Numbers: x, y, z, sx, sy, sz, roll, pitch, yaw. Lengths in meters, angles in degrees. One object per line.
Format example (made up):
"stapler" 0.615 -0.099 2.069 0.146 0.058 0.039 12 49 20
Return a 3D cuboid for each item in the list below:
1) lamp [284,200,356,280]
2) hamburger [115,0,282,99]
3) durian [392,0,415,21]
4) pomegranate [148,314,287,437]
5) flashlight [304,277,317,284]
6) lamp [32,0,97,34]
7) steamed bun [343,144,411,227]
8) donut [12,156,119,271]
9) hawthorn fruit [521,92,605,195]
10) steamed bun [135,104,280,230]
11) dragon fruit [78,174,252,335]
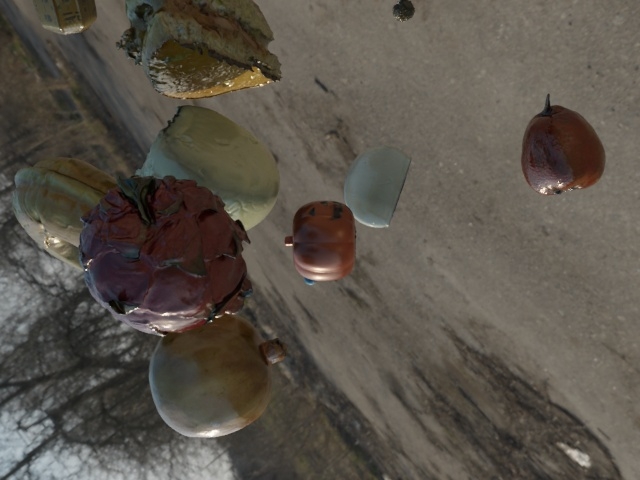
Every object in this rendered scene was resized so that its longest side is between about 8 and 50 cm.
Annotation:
"lamp" 0.000 0.000 1.391 0.187 0.164 0.187 -2 -90 -89
"hamburger" -0.316 -0.485 1.470 0.445 0.287 0.268 -8 -97 -64
"durian" 0.285 -0.803 2.146 0.080 0.080 0.091 41 -170 39
"pomegranate" -0.198 0.258 1.231 0.252 0.271 0.229 -91 -13 -72
"flashlight" -0.035 0.101 1.993 0.051 0.051 0.129 45 165 27
"lamp" -0.674 -0.644 1.604 0.161 0.161 0.185 42 143 36
"steamed bun" 0.155 -0.163 1.796 0.164 0.241 0.146 18 -177 4
"donut" -0.583 -0.038 1.590 0.449 0.198 0.449 21 157 10
"hawthorn fruit" 0.628 -0.255 1.619 0.210 0.211 0.262 177 80 -72
"steamed bun" -0.262 -0.137 1.443 0.312 0.233 0.334 34 -149 -8
"dragon fruit" -0.227 0.030 0.955 0.299 0.244 0.244 34 176 -32
